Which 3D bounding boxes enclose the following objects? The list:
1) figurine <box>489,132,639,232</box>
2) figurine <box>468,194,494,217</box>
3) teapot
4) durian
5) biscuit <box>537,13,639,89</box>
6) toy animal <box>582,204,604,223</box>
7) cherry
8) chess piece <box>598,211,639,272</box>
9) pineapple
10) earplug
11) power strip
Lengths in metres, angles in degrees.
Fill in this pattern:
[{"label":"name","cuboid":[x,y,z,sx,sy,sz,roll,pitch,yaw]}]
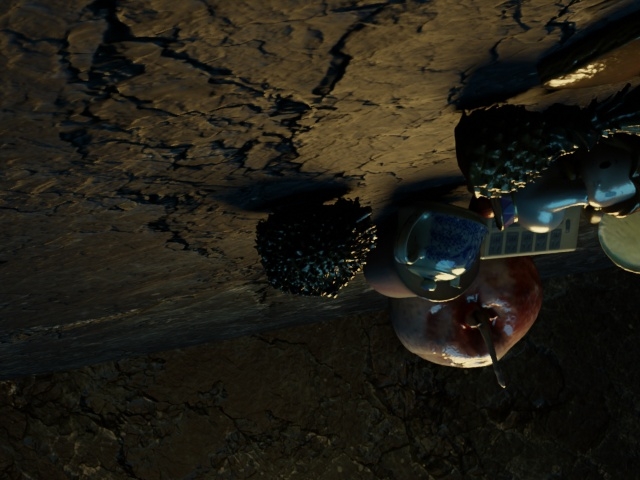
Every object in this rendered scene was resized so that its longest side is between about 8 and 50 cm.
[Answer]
[{"label":"figurine","cuboid":[0.378,-0.095,1.582,0.263,0.142,0.189,-15,-158,1]},{"label":"figurine","cuboid":[0.306,-0.074,1.809,0.075,0.068,0.140,-9,168,-39]},{"label":"teapot","cuboid":[0.195,0.014,1.832,0.159,0.159,0.232,-18,158,29]},{"label":"durian","cuboid":[0.000,0.000,1.644,0.196,0.167,0.196,-34,-175,4]},{"label":"biscuit","cuboid":[0.357,-0.207,1.187,0.186,0.036,0.192,-7,170,-39]},{"label":"toy animal","cuboid":[0.619,-0.071,2.193,0.146,0.114,0.245,-26,143,32]},{"label":"cherry","cuboid":[0.288,0.122,2.280,0.326,0.291,0.335,-34,-164,-26]},{"label":"chess piece","cuboid":[0.627,-0.062,1.998,0.144,0.144,0.251,-23,-167,46]},{"label":"pineapple","cuboid":[0.306,-0.132,1.331,0.277,0.119,0.130,-15,152,1]},{"label":"earplug","cuboid":[0.165,0.042,2.072,0.172,0.172,0.301,-10,176,-18]},{"label":"power strip","cuboid":[0.408,-0.026,2.115,0.043,0.106,0.367,13,-169,42]}]
